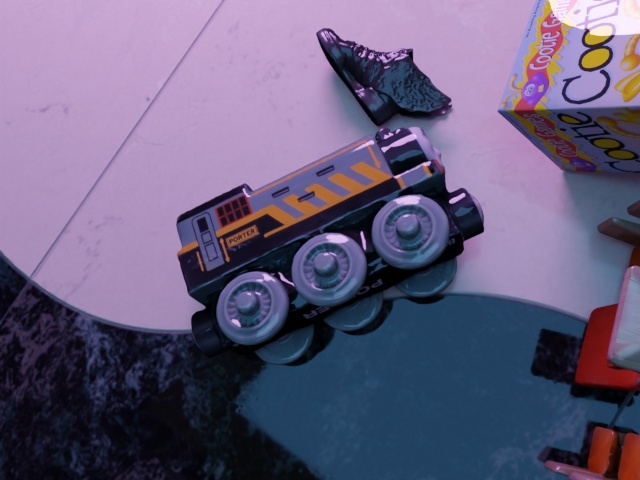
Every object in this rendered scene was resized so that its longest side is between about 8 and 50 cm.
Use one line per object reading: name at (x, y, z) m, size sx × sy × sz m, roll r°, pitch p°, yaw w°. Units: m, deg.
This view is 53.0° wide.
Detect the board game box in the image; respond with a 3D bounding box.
board game box at (0.330, -0.149, 0.579) m, size 0.275 × 0.142 × 0.144 m, roll 10°, pitch 78°, yaw 51°

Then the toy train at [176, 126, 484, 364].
toy train at (0.000, 0.000, 0.696) m, size 0.333 × 0.142 × 0.190 m, roll -26°, pitch 64°, yaw 6°

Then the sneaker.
sneaker at (0.074, -0.203, 0.766) m, size 0.089 × 0.051 × 0.170 m, roll -34°, pitch 77°, yaw 3°

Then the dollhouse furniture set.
dollhouse furniture set at (0.272, 0.088, 0.547) m, size 0.135 × 0.259 × 0.262 m, roll 16°, pitch 80°, yaw 6°
